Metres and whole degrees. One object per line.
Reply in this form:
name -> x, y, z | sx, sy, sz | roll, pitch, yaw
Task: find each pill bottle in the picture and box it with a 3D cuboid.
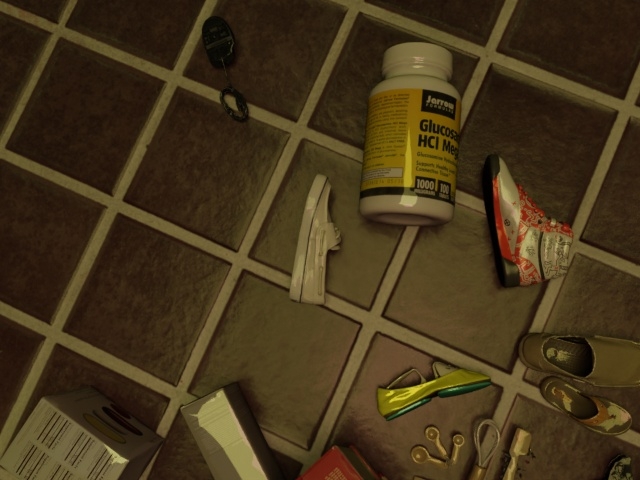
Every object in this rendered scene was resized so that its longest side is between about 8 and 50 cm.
pill bottle -> 0.181, -0.205, 1.221 | 0.187, 0.188, 0.334 | 4, 84, 6

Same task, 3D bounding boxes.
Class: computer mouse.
computer mouse -> -0.204, -0.377, 1.357 | 0.071, 0.041, 0.242 | -15, 89, 12

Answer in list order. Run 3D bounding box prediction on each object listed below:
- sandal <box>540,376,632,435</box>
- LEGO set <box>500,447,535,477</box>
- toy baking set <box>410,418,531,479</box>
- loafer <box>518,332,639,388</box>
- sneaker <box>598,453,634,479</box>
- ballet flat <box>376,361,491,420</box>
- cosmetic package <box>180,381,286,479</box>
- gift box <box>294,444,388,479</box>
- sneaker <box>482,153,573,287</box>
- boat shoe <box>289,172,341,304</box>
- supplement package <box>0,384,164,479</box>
sandal -> 0.517, 0.325, 1.197 | 0.180, 0.049, 0.072 | 28, 86, 8
LEGO set -> 0.383, 0.438, 1.212 | 0.083, 0.023, 0.054 | -16, 84, -10
toy baking set -> 0.289, 0.453, 1.192 | 0.256, 0.030, 0.197 | -12, 80, 13
loafer -> 0.524, 0.233, 1.186 | 0.268, 0.092, 0.102 | 5, 84, 6
sneaker -> 0.578, 0.503, 1.169 | 0.089, 0.051, 0.170 | -22, 78, 7
ballet flat -> 0.218, 0.285, 1.220 | 0.230, 0.077, 0.077 | -20, 65, 4
cosmetic package -> -0.166, 0.408, 1.209 | 0.107, 0.127, 0.238 | -26, 80, 1
gift box -> 0.042, 0.549, 1.103 | 0.255, 0.258, 0.276 | -37, 68, -2
sneaker -> 0.415, -0.047, 1.233 | 0.144, 0.090, 0.270 | -8, 86, 3
boat shoe -> 0.000, 0.000, 1.261 | 0.088, 0.096, 0.268 | 11, 85, 2
supplement package -> -0.454, 0.409, 1.199 | 0.203, 0.194, 0.149 | 33, 88, 7
